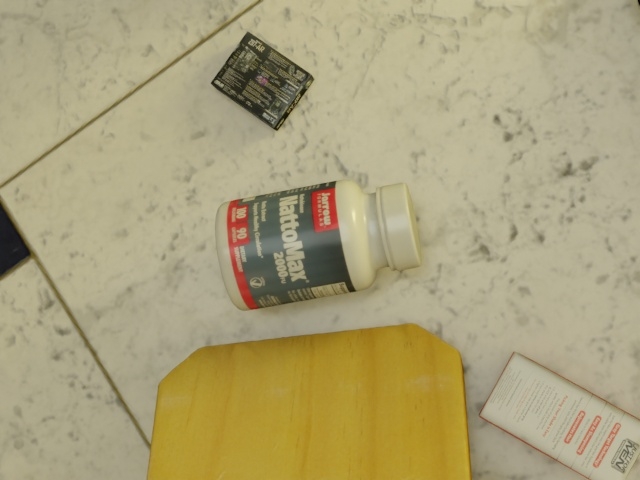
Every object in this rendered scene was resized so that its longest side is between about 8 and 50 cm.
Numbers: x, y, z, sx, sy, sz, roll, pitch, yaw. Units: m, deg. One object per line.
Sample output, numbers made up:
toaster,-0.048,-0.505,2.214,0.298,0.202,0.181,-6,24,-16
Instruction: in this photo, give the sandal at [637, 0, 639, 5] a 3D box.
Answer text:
sandal,0.470,-0.136,1.006,0.167,0.107,0.446,-39,66,5

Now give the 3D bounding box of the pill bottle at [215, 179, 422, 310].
pill bottle,0.000,0.000,1.059,0.180,0.108,0.108,-11,82,8

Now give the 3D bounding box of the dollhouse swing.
dollhouse swing,0.006,0.301,1.047,0.347,0.305,0.315,-8,123,9

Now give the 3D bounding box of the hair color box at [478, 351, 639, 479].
hair color box,0.225,0.166,1.031,0.141,0.043,0.072,30,89,13

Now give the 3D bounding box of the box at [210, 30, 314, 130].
box,-0.059,-0.161,1.134,0.083,0.018,0.067,35,90,12
